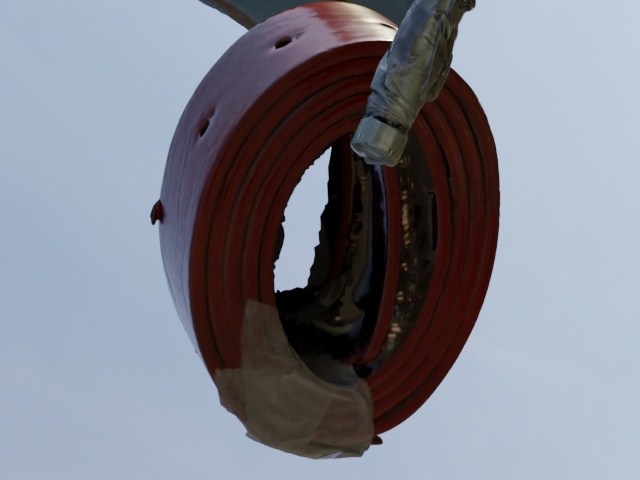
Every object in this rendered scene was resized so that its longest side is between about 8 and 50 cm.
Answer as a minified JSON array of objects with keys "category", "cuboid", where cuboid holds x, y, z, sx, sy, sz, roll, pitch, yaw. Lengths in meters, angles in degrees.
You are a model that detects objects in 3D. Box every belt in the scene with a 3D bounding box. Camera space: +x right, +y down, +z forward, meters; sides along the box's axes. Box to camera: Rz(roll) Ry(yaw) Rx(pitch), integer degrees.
[{"category":"belt","cuboid":[0.000,0.000,1.199,0.227,0.115,0.323,2,-70,-19]}]

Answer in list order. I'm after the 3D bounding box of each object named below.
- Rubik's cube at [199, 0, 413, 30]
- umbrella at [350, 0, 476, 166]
[{"category":"Rubik's cube","cuboid":[0.000,-0.372,1.648,0.307,0.305,0.310,-48,25,20]},{"category":"umbrella","cuboid":[0.071,-0.132,1.071,0.050,0.046,0.188,42,-115,-51]}]
